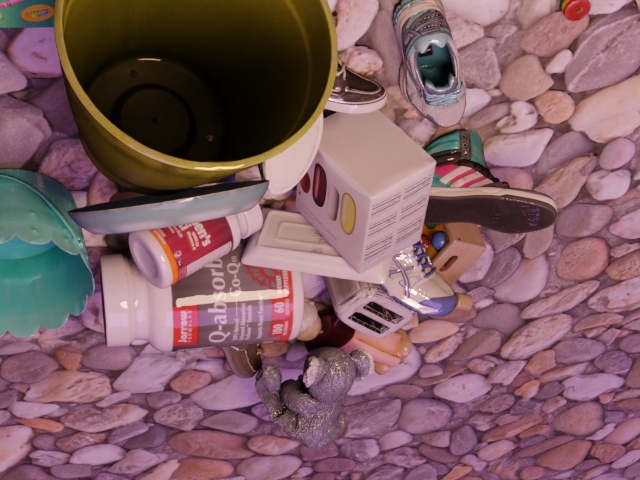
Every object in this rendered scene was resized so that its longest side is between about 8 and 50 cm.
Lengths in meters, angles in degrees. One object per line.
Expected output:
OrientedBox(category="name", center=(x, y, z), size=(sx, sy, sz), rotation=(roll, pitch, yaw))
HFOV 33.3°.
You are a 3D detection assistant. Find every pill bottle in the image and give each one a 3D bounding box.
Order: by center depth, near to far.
OrientedBox(category="pill bottle", center=(-0.219, -0.015, 1.900), size=(0.221, 0.121, 0.121), rotation=(-31, 149, -28))
OrientedBox(category="pill bottle", center=(-0.227, 0.101, 2.022), size=(0.363, 0.210, 0.210), rotation=(-5, 140, -14))

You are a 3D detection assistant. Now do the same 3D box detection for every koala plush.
OrientedBox(category="koala plush", center=(0.005, 0.306, 2.256), size=(0.196, 0.203, 0.221), rotation=(2, 139, -36))

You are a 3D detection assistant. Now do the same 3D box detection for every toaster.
OrientedBox(category="toaster", center=(0.097, 0.100, 2.179), size=(0.129, 0.146, 0.227), rotation=(-37, 137, 23))

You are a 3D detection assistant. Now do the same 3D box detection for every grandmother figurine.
OrientedBox(category="grandmother figurine", center=(0.048, 0.203, 2.329), size=(0.342, 0.104, 0.208), rotation=(19, 121, -39))

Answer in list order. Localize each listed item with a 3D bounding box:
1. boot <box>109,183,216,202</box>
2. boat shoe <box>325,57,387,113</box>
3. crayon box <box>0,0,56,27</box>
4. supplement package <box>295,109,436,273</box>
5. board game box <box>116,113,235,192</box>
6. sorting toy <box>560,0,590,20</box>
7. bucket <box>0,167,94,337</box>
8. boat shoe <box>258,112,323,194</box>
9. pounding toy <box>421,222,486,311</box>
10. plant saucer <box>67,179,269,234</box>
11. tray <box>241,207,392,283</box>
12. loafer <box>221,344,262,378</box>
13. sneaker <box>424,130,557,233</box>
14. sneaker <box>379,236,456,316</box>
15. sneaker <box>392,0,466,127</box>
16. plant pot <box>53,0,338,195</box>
OrientedBox(category="boot", center=(-0.287, -0.129, 1.831), size=(0.213, 0.077, 0.165), rotation=(-23, 142, 1))
OrientedBox(category="boat shoe", center=(0.013, -0.263, 1.766), size=(0.219, 0.077, 0.070), rotation=(5, 134, -18))
OrientedBox(category="crayon box", center=(-0.483, -0.361, 1.414), size=(0.278, 0.165, 0.081), rotation=(-4, 140, -15))
OrientedBox(category="supplement package", center=(0.073, -0.094, 1.868), size=(0.149, 0.194, 0.203), rotation=(-29, 147, -26))
OrientedBox(category="board game box", center=(-0.233, -0.149, 1.753), size=(0.201, 0.035, 0.136), rotation=(-7, 134, -21))
OrientedBox(category="sorting toy", center=(0.489, -0.462, 1.713), size=(0.132, 0.046, 0.274), rotation=(-3, 139, -15))
OrientedBox(category="bucket", center=(-0.535, 0.020, 1.844), size=(0.281, 0.183, 0.281), rotation=(-10, 141, -8))
OrientedBox(category="boat shoe", center=(-0.067, -0.221, 1.714), size=(0.116, 0.099, 0.319), rotation=(-27, 138, -32))
OrientedBox(category="pounding toy", center=(0.234, 0.046, 2.112), size=(0.094, 0.206, 0.181), rotation=(13, 134, -31))
OrientedBox(category="plant saucer", center=(-0.233, -0.051, 1.680), size=(0.318, 0.043, 0.317), rotation=(-9, -174, 1))
OrientedBox(category="tray", center=(0.000, 0.000, 1.953), size=(0.270, 0.145, 0.030), rotation=(8, 140, 11))
OrientedBox(category="loafer", center=(-0.166, 0.207, 2.263), size=(0.087, 0.094, 0.251), rotation=(-16, 141, 8))
OrientedBox(category="sneaker", center=(0.295, -0.113, 1.961), size=(0.295, 0.178, 0.124), rotation=(7, 146, 19))
OrientedBox(category="sneaker", center=(0.150, 0.020, 2.024), size=(0.296, 0.112, 0.131), rotation=(39, 118, 6))
OrientedBox(category="sneaker", center=(0.186, -0.270, 1.783), size=(0.110, 0.122, 0.283), rotation=(-20, 141, 6))
OrientedBox(category="plant pot", center=(-0.205, -0.220, 1.518), size=(0.366, 0.366, 0.353), rotation=(0, 165, -19))
